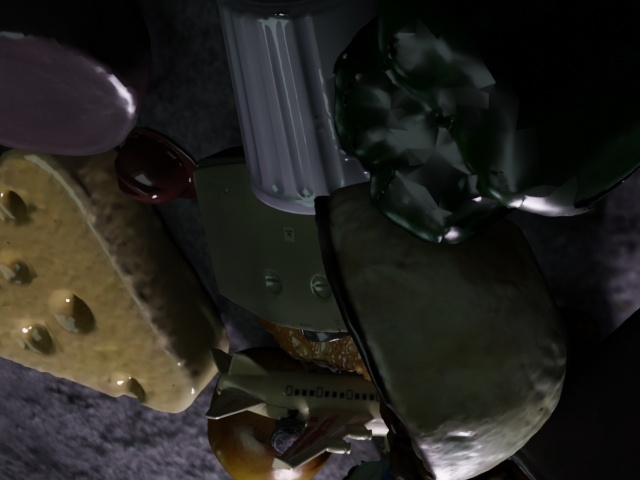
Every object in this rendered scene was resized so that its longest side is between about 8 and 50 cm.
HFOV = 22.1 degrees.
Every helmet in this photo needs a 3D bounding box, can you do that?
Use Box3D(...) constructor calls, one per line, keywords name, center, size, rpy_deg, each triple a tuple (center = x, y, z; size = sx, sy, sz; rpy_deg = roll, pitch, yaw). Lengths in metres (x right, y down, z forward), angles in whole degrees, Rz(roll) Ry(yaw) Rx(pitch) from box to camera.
Box3D(name="helmet", center=(-0.192, -0.072, 1.825), size=(0.111, 0.057, 0.089), rpy_deg=(24, 138, 29))

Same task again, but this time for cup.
Box3D(name="cup", center=(0.021, -0.145, 1.444), size=(0.221, 0.167, 0.202), rpy_deg=(10, 129, 30))

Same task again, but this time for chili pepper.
Box3D(name="chili pepper", center=(0.138, -0.125, 1.259), size=(0.248, 0.257, 0.233), rpy_deg=(45, 137, 5))

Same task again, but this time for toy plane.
Box3D(name="toy plane", center=(0.003, 0.176, 1.784), size=(0.256, 0.242, 0.104), rpy_deg=(18, 121, -12))

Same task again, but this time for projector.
Box3D(name="projector", center=(0.000, 0.000, 1.637), size=(0.269, 0.088, 0.193), rpy_deg=(5, 112, 44))

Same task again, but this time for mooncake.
Box3D(name="mooncake", center=(-0.293, -0.189, 1.688), size=(0.245, 0.133, 0.245), rpy_deg=(4, 148, 3))

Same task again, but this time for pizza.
Box3D(name="pizza", center=(0.038, 0.083, 1.731), size=(0.246, 0.058, 0.127), rpy_deg=(-4, 95, 39))

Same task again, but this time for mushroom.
Box3D(name="mushroom", center=(0.111, 0.062, 1.343), size=(0.189, 0.164, 0.267), rpy_deg=(-50, -62, -86))

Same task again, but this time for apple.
Box3D(name="apple", center=(-0.061, 0.212, 1.904), size=(0.163, 0.146, 0.147), rpy_deg=(40, 150, 5))

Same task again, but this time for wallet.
Box3D(name="wallet", center=(0.292, 0.164, 1.428), size=(0.182, 0.229, 0.049), rpy_deg=(48, -176, -4))

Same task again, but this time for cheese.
Box3D(name="cheese", center=(-0.325, 0.048, 1.995), size=(0.384, 0.104, 0.384), rpy_deg=(16, 131, 20))

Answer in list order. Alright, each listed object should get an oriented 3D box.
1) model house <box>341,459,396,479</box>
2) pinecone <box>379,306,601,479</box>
Box3D(name="model house", center=(0.108, 0.307, 1.859), size=(0.148, 0.119, 0.149), rpy_deg=(51, 138, -7))
Box3D(name="pinecone", center=(0.176, 0.186, 1.573), size=(0.244, 0.244, 0.309), rpy_deg=(32, 159, 19))
